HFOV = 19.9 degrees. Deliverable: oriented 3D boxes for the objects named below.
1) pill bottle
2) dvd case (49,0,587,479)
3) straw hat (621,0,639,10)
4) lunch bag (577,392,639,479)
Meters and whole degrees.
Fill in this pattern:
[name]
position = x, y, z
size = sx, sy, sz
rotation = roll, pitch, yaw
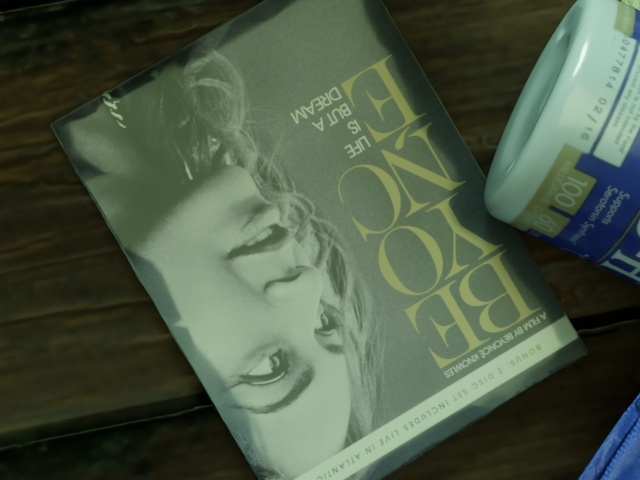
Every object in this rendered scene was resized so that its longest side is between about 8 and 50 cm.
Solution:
[pill bottle]
position = 0.179, -0.024, 0.819
size = 0.186, 0.112, 0.112
rotation = 25, 87, -3
[dvd case]
position = 0.000, 0.000, 0.853
size = 0.164, 0.018, 0.221
rotation = -31, 91, -4
[straw hat]
position = 0.215, -0.115, 0.850
size = 0.144, 0.061, 0.145
rotation = 0, 89, -4
[lunch bag]
position = 0.228, 0.252, 0.727
size = 0.328, 0.239, 0.385
rotation = 34, 59, -15
